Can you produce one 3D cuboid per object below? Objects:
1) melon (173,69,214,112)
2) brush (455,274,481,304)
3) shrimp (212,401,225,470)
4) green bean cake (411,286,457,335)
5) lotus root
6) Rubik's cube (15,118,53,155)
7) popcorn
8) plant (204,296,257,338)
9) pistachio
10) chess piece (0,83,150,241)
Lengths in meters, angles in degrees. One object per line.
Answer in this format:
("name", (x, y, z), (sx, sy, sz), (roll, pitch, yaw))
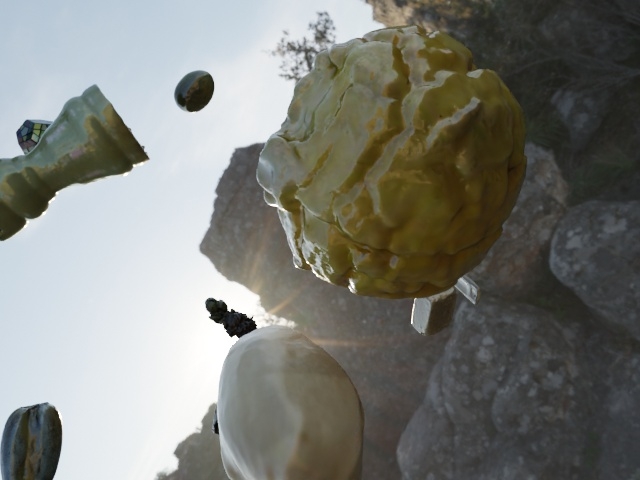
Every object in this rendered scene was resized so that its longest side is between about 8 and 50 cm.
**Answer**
("melon", (-0.352, -0.418, 1.384), (0.130, 0.098, 0.098), (-48, -1, 18))
("brush", (0.325, 0.052, 1.310), (0.321, 0.050, 0.060), (-128, 27, -50))
("shrimp", (-0.237, 0.491, 1.363), (0.254, 0.145, 0.059), (-59, -16, -10))
("green bean cake", (0.361, 0.214, 1.576), (0.109, 0.085, 0.179), (-19, -48, -23))
("lotus root", (-0.838, 0.638, 1.431), (0.140, 0.158, 0.322), (142, 127, -59))
("Rubik's cube", (-0.809, -0.291, 1.436), (0.133, 0.133, 0.111), (-48, -28, -71))
("popcorn", (0.107, -0.092, 0.712), (0.344, 0.390, 0.354), (-42, 11, -31))
("plant", (-0.251, 0.215, 1.361), (0.087, 0.174, 0.085), (-55, -4, -17))
("pistachio", (-0.052, 0.242, 0.715), (0.214, 0.193, 0.318), (-40, 36, 2))
("chess piece", (-0.696, -0.190, 1.292), (0.442, 0.234, 0.234), (-37, -11, -11))
